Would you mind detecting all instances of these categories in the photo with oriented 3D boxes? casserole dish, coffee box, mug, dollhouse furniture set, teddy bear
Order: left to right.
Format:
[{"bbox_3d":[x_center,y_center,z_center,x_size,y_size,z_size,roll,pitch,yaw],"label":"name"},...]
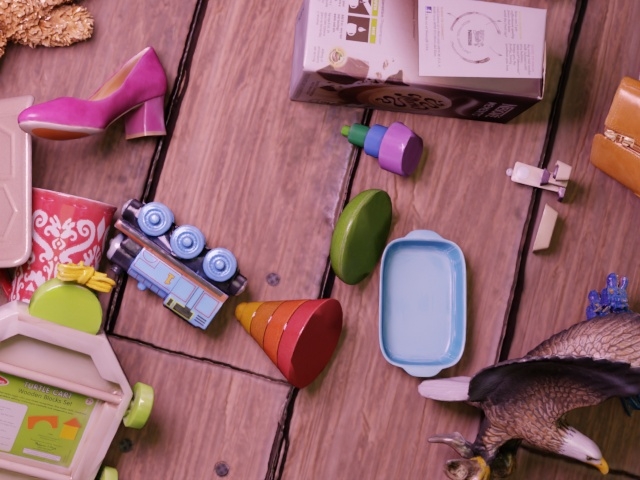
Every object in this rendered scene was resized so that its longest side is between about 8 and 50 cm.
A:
[{"bbox_3d":[-0.359,-0.325,1.464,0.338,0.245,0.113,-32,48,-28],"label":"teddy bear"},{"bbox_3d":[-0.332,0.028,1.490,0.113,0.150,0.169,14,86,-43],"label":"mug"},{"bbox_3d":[0.119,-0.233,1.532,0.297,0.168,0.119,6,83,-7],"label":"coffee box"},{"bbox_3d":[0.129,0.082,1.566,0.114,0.037,0.188,2,83,-7],"label":"casserole dish"},{"bbox_3d":[0.272,-0.048,1.584,0.081,0.091,0.114,16,85,10],"label":"dollhouse furniture set"}]

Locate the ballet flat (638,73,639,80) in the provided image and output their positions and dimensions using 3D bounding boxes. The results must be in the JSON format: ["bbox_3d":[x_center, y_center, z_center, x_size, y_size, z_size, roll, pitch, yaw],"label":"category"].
[{"bbox_3d":[0.558,-0.327,1.638,0.147,0.147,0.409,30,84,-4],"label":"ballet flat"}]

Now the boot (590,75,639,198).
[{"bbox_3d":[0.452,-0.061,1.590,0.211,0.295,0.104,25,38,29],"label":"boot"}]

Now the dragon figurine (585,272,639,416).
[{"bbox_3d":[0.432,0.182,1.570,0.144,0.085,0.289,-9,81,-6],"label":"dragon figurine"}]

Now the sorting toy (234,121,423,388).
[{"bbox_3d":[0.000,0.000,1.542,0.126,0.127,0.366,21,77,25],"label":"sorting toy"}]

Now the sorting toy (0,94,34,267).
[{"bbox_3d":[-0.418,-0.066,1.466,0.193,0.038,0.208,-3,81,30],"label":"sorting toy"}]

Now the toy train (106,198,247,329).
[{"bbox_3d":[-0.183,0.028,1.510,0.184,0.080,0.105,35,87,-3],"label":"toy train"}]

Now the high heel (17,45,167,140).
[{"bbox_3d":[-0.272,-0.182,1.458,0.244,0.082,0.117,-7,91,-52],"label":"high heel"}]

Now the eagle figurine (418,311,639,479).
[{"bbox_3d":[0.279,0.190,1.462,0.225,0.226,0.298,23,118,-21],"label":"eagle figurine"}]

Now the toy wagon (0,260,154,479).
[{"bbox_3d":[-0.332,0.175,1.413,0.267,0.068,0.344,20,102,-23],"label":"toy wagon"}]
